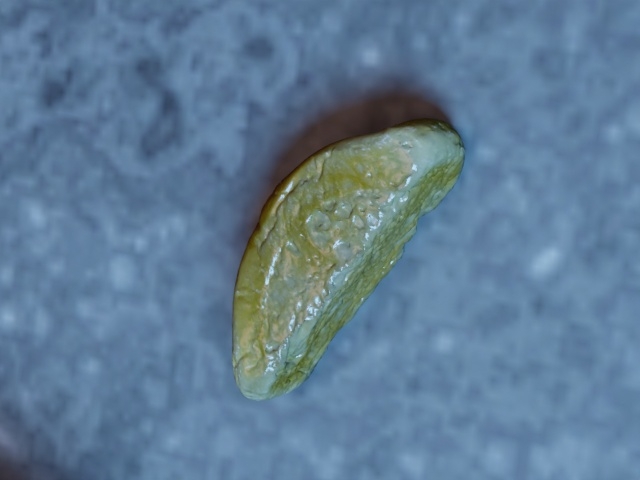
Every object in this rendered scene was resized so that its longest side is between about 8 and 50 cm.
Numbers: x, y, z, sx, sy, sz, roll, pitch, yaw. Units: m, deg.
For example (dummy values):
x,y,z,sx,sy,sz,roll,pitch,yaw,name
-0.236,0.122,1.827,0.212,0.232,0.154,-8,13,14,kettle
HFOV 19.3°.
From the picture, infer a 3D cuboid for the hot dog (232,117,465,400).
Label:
x,y,z,sx,sy,sz,roll,pitch,yaw,name
0.000,0.000,0.493,0.034,0.030,0.090,43,109,20,hot dog
